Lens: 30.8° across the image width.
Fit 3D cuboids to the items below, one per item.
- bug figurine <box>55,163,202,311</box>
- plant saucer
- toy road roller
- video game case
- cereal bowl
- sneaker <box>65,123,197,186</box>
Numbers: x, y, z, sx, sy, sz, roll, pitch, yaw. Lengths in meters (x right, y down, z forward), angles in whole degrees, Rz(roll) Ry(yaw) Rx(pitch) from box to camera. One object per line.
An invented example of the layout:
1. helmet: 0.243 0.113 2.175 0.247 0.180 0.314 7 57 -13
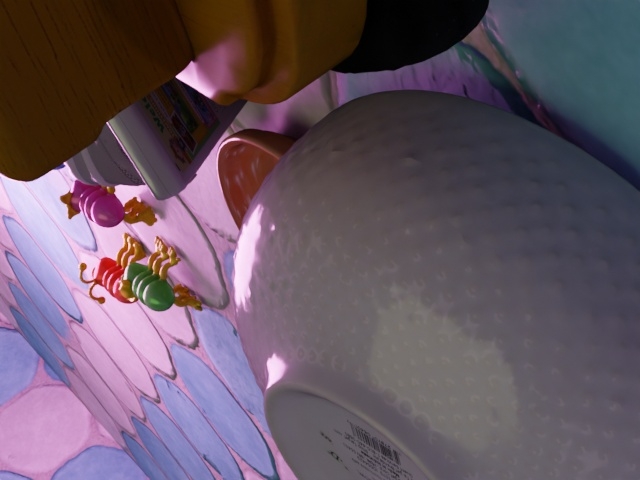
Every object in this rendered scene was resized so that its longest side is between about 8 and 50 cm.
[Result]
1. bug figurine: -0.239 -0.014 1.277 0.216 0.072 0.279 25 145 51
2. plant saucer: 0.000 0.000 0.844 0.200 0.037 0.200 43 158 22
3. toy road roller: -0.103 -0.170 0.499 0.329 0.240 0.203 34 152 41
4. video game case: -0.125 -0.148 0.727 0.212 0.023 0.193 59 -162 -16
5. cereal bowl: 0.072 0.093 0.642 0.339 0.141 0.339 36 152 23
6. sneaker: -0.157 -0.156 0.888 0.115 0.105 0.281 11 141 21
